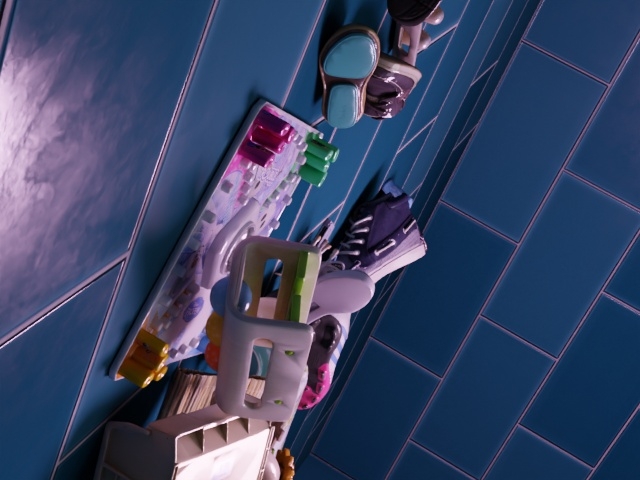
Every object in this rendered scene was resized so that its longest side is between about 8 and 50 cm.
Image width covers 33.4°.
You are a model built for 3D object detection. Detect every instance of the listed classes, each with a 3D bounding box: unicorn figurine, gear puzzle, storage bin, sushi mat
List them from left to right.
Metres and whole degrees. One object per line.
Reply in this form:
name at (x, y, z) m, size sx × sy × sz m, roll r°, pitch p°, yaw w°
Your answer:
storage bin at (-0.201, 0.356, 1.522) m, size 0.262 × 0.123 × 0.261 m, roll -5°, pitch 111°, yaw -62°
sushi mat at (-0.202, 0.329, 1.724) m, size 0.317 × 0.151 × 0.019 m, roll -66°, pitch -150°, yaw 31°
gear puzzle at (-0.095, 0.351, 2.009) m, size 0.176 × 0.044 × 0.339 m, roll -64°, pitch -154°, yaw 18°
unicorn figurine at (-0.021, 0.044, 1.979) m, size 0.111 × 0.060 × 0.162 m, roll -49°, pitch 175°, yaw -3°

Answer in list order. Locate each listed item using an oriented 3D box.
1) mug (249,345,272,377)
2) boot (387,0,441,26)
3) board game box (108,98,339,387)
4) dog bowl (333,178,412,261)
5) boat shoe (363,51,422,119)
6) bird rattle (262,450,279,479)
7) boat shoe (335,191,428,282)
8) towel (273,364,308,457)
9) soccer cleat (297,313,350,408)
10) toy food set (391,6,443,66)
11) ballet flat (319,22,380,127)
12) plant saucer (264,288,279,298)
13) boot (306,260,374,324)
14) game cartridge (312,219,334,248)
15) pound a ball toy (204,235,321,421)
mug at (-0.110, 0.195, 1.742) m, size 0.097 × 0.129 × 0.158 m, roll -31°, pitch 123°, yaw -62°
boot at (0.185, -0.440, 1.559) m, size 0.179 × 0.085 × 0.236 m, roll -52°, pitch 167°, yaw -51°
board game box at (-0.113, 0.011, 1.467) m, size 0.390 × 0.050 × 0.390 m, roll -61°, pitch 170°, yaw 5°
dog bowl at (0.128, -0.021, 2.517) m, size 0.297 × 0.074 × 0.166 m, roll -50°, pitch 166°, yaw -44°
boat shoe at (0.093, -0.235, 1.650) m, size 0.285 × 0.102 × 0.092 m, roll -18°, pitch 133°, yaw -84°
bird rattle at (-0.166, 0.376, 1.864) m, size 0.254 × 0.206 × 0.143 m, roll -56°, pitch -169°, yaw 33°
boat shoe at (0.077, 0.013, 2.307) m, size 0.340 × 0.127 × 0.158 m, roll -29°, pitch 109°, yaw -35°
towel at (-0.159, 0.495, 2.526) m, size 0.374 × 0.090 × 0.321 m, roll -48°, pitch 165°, yaw -51°
soccer cleat at (0.005, 0.281, 2.645) m, size 0.143 × 0.116 × 0.331 m, roll -46°, pitch 163°, yaw -53°
toy food set at (0.219, -0.428, 1.740) m, size 0.306 × 0.092 × 0.220 m, roll -58°, pitch 170°, yaw -16°
ballet flat at (0.034, -0.242, 1.466) m, size 0.232 × 0.080 × 0.073 m, roll 106°, pitch -11°, yaw -63°
plant saucer at (-0.105, 0.154, 1.908) m, size 0.199 × 0.036 × 0.199 m, roll -50°, pitch 167°, yaw -16°
boot at (0.019, 0.078, 2.028) m, size 0.258 × 0.095 × 0.123 m, roll -22°, pitch -150°, yaw 44°
game cartridge at (0.000, 0.000, 2.104) m, size 0.083 × 0.017 × 0.056 m, roll -59°, pitch 167°, yaw -8°
pound a ball toy at (-0.083, 0.101, 1.442) m, size 0.319 × 0.135 × 0.208 m, roll 105°, pitch -7°, yaw -57°
